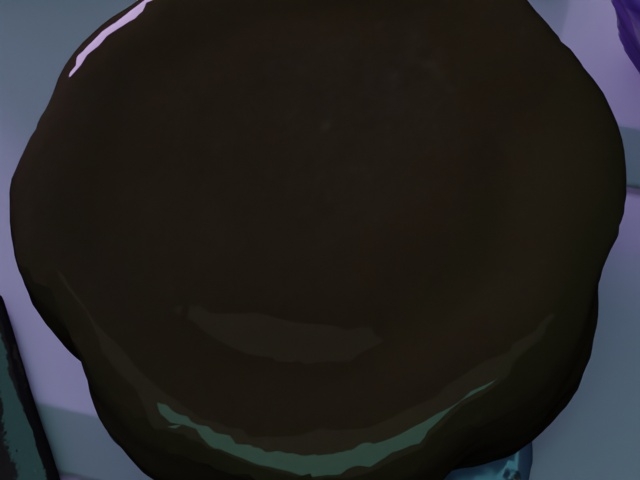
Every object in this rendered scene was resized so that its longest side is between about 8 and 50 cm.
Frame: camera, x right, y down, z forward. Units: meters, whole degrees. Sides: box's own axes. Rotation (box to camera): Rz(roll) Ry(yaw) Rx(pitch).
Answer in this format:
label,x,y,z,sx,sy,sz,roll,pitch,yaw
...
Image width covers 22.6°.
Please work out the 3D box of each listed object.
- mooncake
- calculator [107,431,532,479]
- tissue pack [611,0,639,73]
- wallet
label,x,y,z,sx,sy,sz,roll,pitch,yaw
mooncake,0.000,0.000,1.017,0.378,0.201,0.378,-1,65,2
calculator,-0.006,0.131,1.098,0.303,0.042,0.188,12,79,5
tissue pack,0.370,-0.084,1.030,0.242,0.160,0.338,-29,66,3
wallet,-0.242,0.121,1.136,0.082,0.018,0.156,-22,76,0
